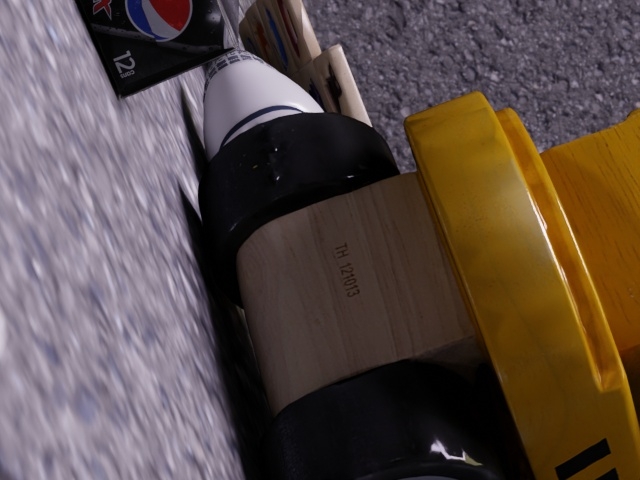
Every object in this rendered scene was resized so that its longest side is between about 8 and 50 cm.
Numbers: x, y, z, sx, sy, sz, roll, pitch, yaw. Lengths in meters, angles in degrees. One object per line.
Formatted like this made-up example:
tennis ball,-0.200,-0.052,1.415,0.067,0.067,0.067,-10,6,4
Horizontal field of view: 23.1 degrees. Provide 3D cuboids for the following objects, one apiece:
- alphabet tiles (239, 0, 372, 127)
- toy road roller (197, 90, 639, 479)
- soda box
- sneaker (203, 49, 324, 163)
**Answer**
alphabet tiles,0.011,-0.028,1.049,0.342,0.011,0.285,177,-107,-81
toy road roller,0.104,0.074,0.724,0.329,0.240,0.202,65,7,-49
soda box,-0.070,-0.118,0.691,0.169,0.053,0.060,-100,169,-70
sneaker,0.000,0.000,0.860,0.095,0.090,0.235,58,-9,50
